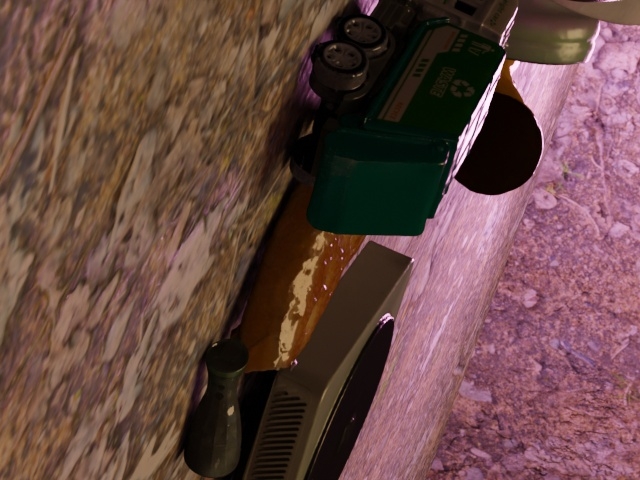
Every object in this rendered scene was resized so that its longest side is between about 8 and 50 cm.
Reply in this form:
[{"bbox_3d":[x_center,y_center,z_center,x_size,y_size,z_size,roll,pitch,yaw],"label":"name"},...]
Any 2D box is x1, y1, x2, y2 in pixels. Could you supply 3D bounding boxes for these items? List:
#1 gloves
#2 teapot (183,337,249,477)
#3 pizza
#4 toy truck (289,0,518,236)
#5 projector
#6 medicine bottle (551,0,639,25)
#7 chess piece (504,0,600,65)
[{"bbox_3d":[0.216,-0.145,2.204,0.133,0.116,0.294,-63,179,16],"label":"gloves"},{"bbox_3d":[-0.075,0.121,1.336,0.043,0.043,0.111,-57,161,-50],"label":"teapot"},{"bbox_3d":[0.001,-0.006,1.413,0.134,0.056,0.271,82,31,-68],"label":"pizza"},{"bbox_3d":[0.059,-0.108,1.315,0.253,0.124,0.114,-57,168,-41],"label":"toy truck"},{"bbox_3d":[-0.012,0.158,1.641,0.259,0.079,0.257,-53,162,-58],"label":"projector"},{"bbox_3d":[0.290,-0.375,1.585,0.325,0.256,0.256,-62,176,36],"label":"medicine bottle"},{"bbox_3d":[0.226,-0.317,1.814,0.139,0.139,0.272,-43,143,-69],"label":"chess piece"}]
